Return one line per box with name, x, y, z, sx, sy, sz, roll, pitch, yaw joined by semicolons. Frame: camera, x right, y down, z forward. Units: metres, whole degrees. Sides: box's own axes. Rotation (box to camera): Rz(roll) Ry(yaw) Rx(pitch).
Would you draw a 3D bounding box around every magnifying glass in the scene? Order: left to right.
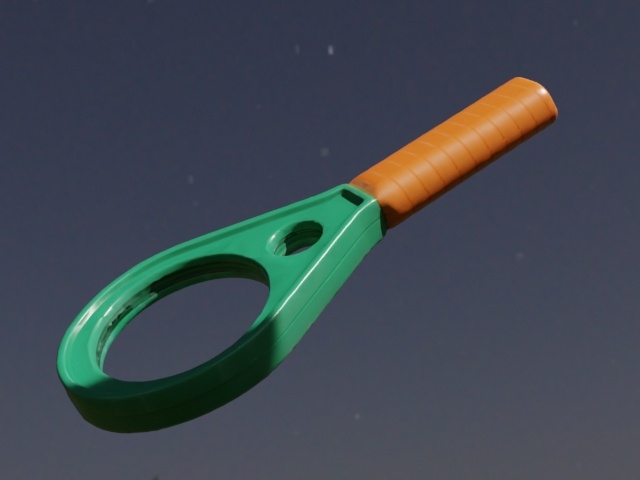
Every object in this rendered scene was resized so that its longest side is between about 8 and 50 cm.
magnifying glass;0.000;0.000;0.482;0.231;0.092;0.026;-34;-57;-17
